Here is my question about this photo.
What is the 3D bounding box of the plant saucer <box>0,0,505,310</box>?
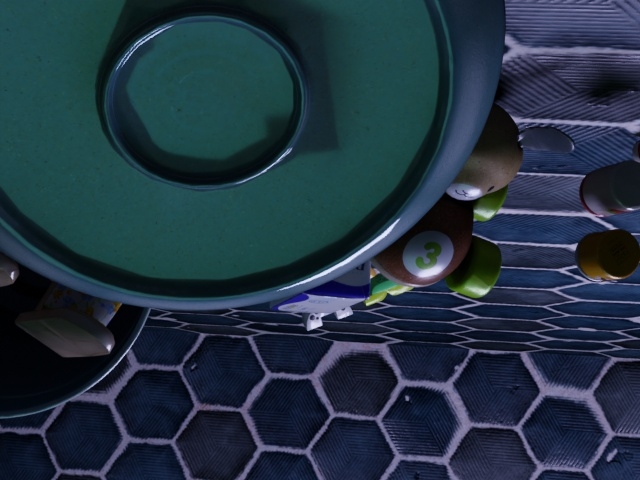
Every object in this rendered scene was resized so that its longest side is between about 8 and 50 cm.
[{"bbox_3d":[-0.058,-0.077,0.585,0.318,0.043,0.317,-5,129,-6],"label":"plant saucer"}]

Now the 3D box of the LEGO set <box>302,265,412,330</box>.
[{"bbox_3d":[0.068,0.009,1.352,0.227,0.093,0.087,-20,-150,-11],"label":"LEGO set"}]

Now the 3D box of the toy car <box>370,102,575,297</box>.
[{"bbox_3d":[0.112,-0.055,0.935,0.155,0.149,0.188,20,152,-21],"label":"toy car"}]

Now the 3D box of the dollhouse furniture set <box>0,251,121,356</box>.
[{"bbox_3d":[-0.156,-0.079,0.713,0.242,0.212,0.161,40,154,-23],"label":"dollhouse furniture set"}]

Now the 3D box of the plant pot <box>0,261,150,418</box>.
[{"bbox_3d":[-0.273,0.001,1.069,0.272,0.271,0.255,5,-176,-3],"label":"plant pot"}]

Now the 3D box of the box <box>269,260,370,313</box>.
[{"bbox_3d":[0.000,0.000,1.201,0.072,0.137,0.126,6,168,-16],"label":"box"}]

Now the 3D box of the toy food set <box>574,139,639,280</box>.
[{"bbox_3d":[0.295,-0.034,0.969,0.232,0.111,0.104,-20,-179,-16],"label":"toy food set"}]
